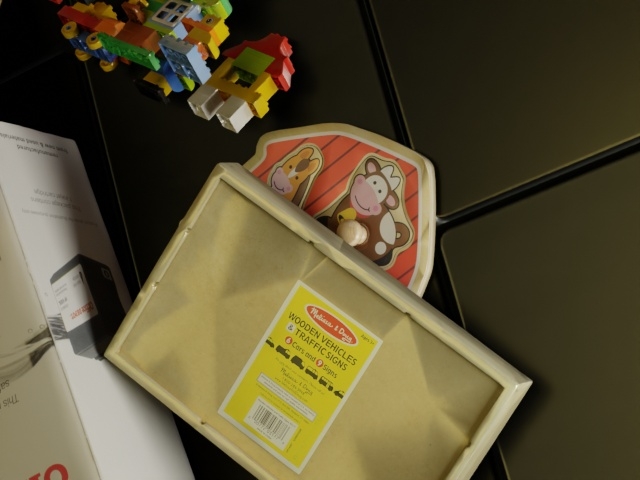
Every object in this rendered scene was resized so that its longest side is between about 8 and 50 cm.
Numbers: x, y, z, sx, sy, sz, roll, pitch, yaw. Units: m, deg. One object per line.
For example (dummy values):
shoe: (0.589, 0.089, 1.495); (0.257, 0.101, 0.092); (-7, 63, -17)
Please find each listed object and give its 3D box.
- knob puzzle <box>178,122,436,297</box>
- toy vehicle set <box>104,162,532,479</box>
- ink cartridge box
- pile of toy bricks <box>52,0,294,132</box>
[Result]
knob puzzle: (0.000, 0.000, 1.364); (0.213, 0.030, 0.213); (-4, 82, 30)
toy vehicle set: (-0.007, 0.088, 1.327); (0.267, 0.035, 0.166); (37, 103, 18)
ink cartridge box: (-0.253, 0.098, 1.446); (0.223, 0.129, 0.307); (-30, 70, 24)
pile of toy bricks: (-0.110, -0.174, 1.418); (0.212, 0.118, 0.105); (26, 66, 39)
